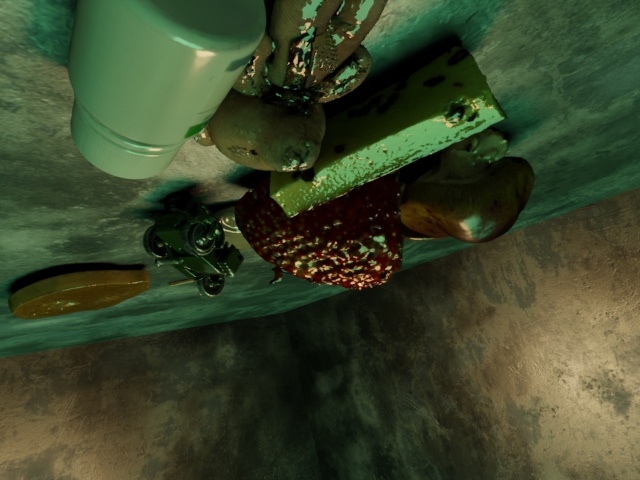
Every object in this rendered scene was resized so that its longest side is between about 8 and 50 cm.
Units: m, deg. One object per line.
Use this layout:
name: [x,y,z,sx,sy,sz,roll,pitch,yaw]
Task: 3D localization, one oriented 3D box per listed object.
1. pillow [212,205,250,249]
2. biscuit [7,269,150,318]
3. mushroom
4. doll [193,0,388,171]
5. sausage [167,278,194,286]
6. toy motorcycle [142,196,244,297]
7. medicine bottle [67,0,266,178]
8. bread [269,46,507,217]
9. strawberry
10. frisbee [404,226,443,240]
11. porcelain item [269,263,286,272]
pillow: [-0.215,-0.025,1.030,0.173,0.067,0.270,-11,164,-22]
biscuit: [-0.715,0.154,1.222,0.385,0.062,0.365,-25,166,35]
mushroom: [0.342,-0.137,0.961,0.346,0.259,0.345,-14,-166,4]
doll: [-0.021,-0.175,0.469,0.201,0.156,0.303,-4,159,-34]
sausage: [-0.530,0.160,1.538,0.100,0.015,0.015,-10,166,-15]
toy motorcycle: [-0.261,0.019,0.893,0.205,0.127,0.275,-5,143,33]
medicine bottle: [-0.162,-0.162,0.391,0.139,0.139,0.237,-4,162,-37]
bread: [0.080,-0.163,0.632,0.361,0.138,0.077,-22,135,26]
strawberry: [0.007,-0.015,0.861,0.344,0.292,0.292,-15,167,-14]
frisbee: [0.271,-0.058,1.163,0.251,0.021,0.250,1,-153,0]
porcelain item: [0.000,0.000,1.172,0.286,0.157,0.281,-21,166,25]
